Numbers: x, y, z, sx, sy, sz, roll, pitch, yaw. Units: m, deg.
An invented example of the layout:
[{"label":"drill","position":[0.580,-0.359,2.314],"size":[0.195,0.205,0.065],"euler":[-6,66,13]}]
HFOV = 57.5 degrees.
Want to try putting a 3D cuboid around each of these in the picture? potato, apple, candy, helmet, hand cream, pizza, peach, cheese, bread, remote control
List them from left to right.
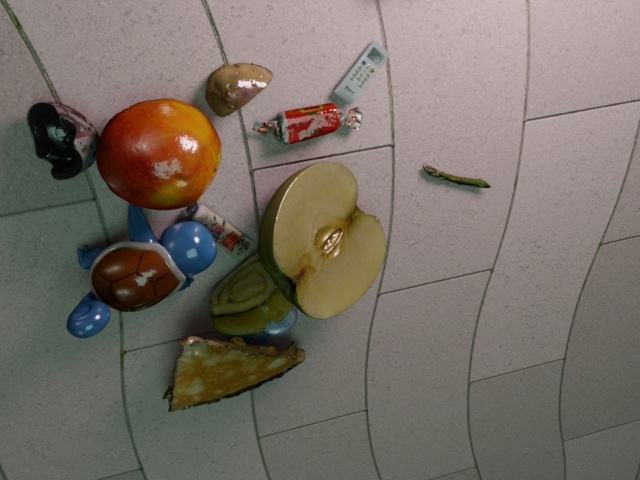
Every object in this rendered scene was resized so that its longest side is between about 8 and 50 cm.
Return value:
[{"label":"helmet","position":[-0.573,-0.235,1.333],"size":[0.153,0.107,0.177],"euler":[-39,84,39]},{"label":"peach","position":[-0.370,-0.201,1.344],"size":[0.281,0.238,0.281],"euler":[0,88,-10]},{"label":"pizza","position":[-0.308,0.405,1.759],"size":[0.435,0.080,0.392],"euler":[21,127,-41]},{"label":"hand cream","position":[-0.273,-0.024,1.591],"size":[0.080,0.050,0.234],"euler":[-43,127,5]},{"label":"potato","position":[-0.198,-0.368,1.384],"size":[0.172,0.089,0.100],"euler":[-33,120,6]},{"label":"bread","position":[-0.197,0.159,1.636],"size":[0.257,0.186,0.124],"euler":[-30,135,14]},{"label":"cheese","position":[-0.154,0.254,1.777],"size":[0.245,0.052,0.135],"euler":[-42,119,10]},{"label":"candy","position":[-0.030,-0.299,1.492],"size":[0.292,0.059,0.086],"euler":[-13,120,-10]},{"label":"apple","position":[0.000,0.000,1.506],"size":[0.360,0.320,0.311],"euler":[-47,163,-31]},{"label":"remote control","position":[0.102,-0.425,1.477],"size":[0.061,0.029,0.162],"euler":[34,101,-31]}]

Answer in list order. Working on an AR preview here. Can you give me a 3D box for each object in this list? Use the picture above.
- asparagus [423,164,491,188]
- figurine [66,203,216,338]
[{"label":"asparagus","position":[0.394,-0.182,1.701],"size":[0.236,0.027,0.034],"euler":[11,136,-21]},{"label":"figurine","position":[-0.478,0.076,1.506],"size":[0.416,0.243,0.298],"euler":[-35,116,-17]}]
